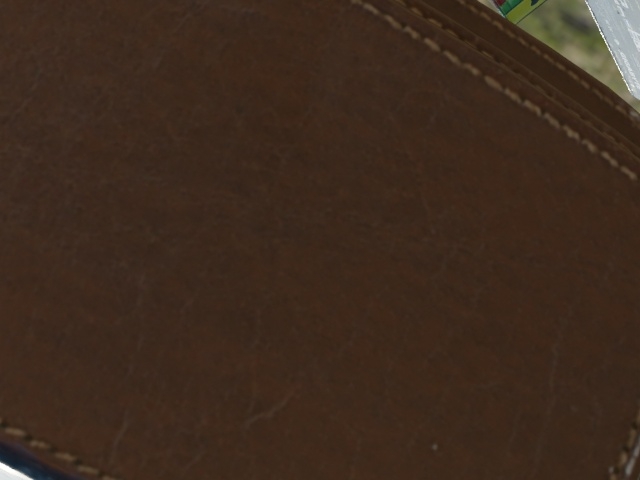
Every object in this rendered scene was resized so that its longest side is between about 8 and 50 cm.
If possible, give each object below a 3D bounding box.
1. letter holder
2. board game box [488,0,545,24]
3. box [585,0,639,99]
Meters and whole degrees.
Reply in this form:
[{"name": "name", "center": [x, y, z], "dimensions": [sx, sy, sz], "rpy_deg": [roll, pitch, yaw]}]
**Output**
[{"name": "letter holder", "center": [-0.055, -0.039, 0.436], "dimensions": [0.302, 0.214, 0.152], "rpy_deg": [27, 162, 1]}, {"name": "board game box", "center": [0.127, -0.198, 0.839], "dimensions": [0.048, 0.170, 0.141], "rpy_deg": [48, -174, -32]}, {"name": "box", "center": [0.337, -0.216, 1.548], "dimensions": [0.257, 0.079, 0.322], "rpy_deg": [37, 167, 50]}]
